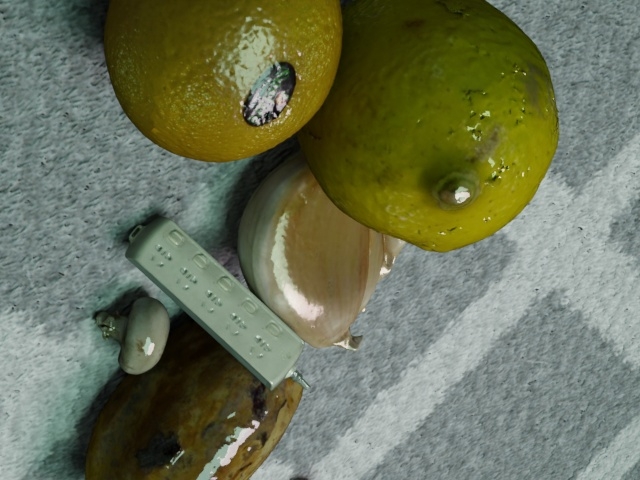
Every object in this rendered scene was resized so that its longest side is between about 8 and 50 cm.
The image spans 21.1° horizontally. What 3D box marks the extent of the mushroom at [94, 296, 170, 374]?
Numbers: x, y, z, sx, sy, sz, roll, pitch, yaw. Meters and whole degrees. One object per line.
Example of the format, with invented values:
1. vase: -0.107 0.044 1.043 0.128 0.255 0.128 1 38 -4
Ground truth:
1. mushroom: -0.202 0.098 1.827 0.079 0.085 0.085 14 120 -7

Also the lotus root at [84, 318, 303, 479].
1. lotus root: -0.138 0.213 1.890 0.291 0.193 0.193 -44 140 -1

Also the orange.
1. orange: -0.088 -0.184 1.561 0.236 0.236 0.236 -22 135 -24

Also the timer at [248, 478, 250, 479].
1. timer: -0.139 0.338 2.054 0.136 0.099 0.136 -12 126 -17

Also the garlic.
1. garlic: 0.000 0.000 1.862 0.217 0.110 0.228 0 103 -43

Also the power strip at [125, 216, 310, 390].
1. power strip: -0.100 0.073 1.795 0.252 0.027 0.060 43 66 -11

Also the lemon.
1. lemon: 0.105 -0.118 1.683 0.258 0.310 0.258 -5 117 -11
